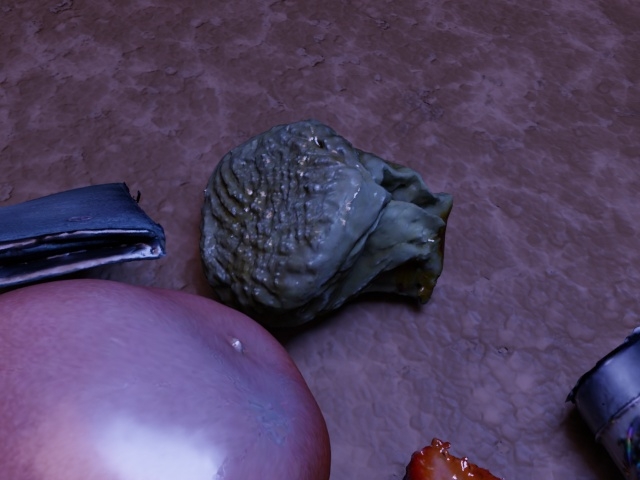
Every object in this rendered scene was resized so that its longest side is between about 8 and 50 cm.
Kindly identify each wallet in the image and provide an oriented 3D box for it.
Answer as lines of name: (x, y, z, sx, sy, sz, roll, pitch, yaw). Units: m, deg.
wallet: (-0.265, -0.012, 0.776, 0.191, 0.046, 0.379, -12, 11, -17)

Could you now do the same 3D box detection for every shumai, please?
shumai: (0.000, 0.000, 0.888, 0.261, 0.222, 0.225, 8, 74, 40)

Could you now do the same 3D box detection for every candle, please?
candle: (0.375, 0.215, 0.707, 0.187, 0.187, 0.330, -17, 56, -17)

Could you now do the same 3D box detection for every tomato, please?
tomato: (-0.154, 0.165, 0.605, 0.341, 0.273, 0.341, 37, 22, -18)

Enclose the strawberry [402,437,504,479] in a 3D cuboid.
strawberry: (0.127, 0.296, 0.683, 0.174, 0.098, 0.228, -36, 49, -10)
